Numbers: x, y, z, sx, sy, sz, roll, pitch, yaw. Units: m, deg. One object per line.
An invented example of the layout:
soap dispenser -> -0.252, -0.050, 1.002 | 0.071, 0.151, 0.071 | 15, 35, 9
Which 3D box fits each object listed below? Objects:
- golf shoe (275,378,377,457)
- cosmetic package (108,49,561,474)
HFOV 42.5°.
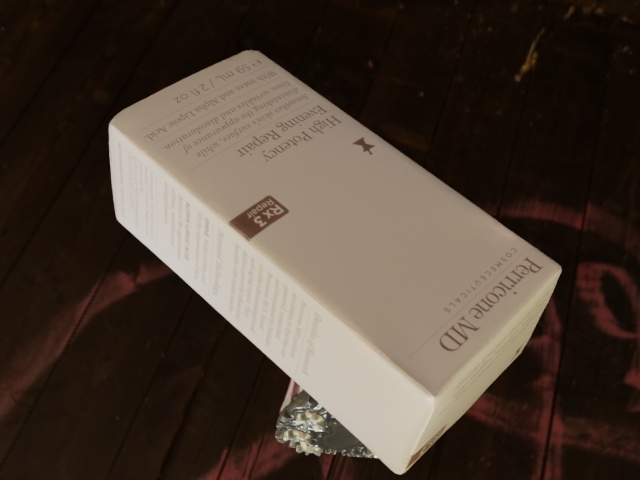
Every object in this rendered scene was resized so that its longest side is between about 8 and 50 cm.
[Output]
golf shoe -> 0.028, 0.088, 0.639 | 0.105, 0.273, 0.120 | 9, -125, -2
cosmetic package -> 0.000, 0.000, 0.454 | 0.231, 0.085, 0.117 | 37, -127, 22
